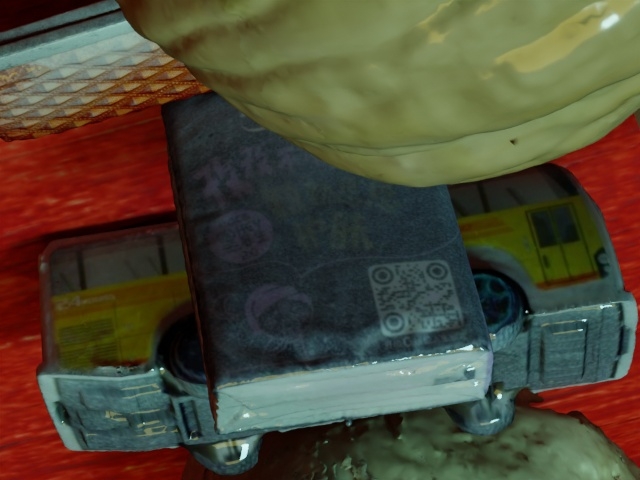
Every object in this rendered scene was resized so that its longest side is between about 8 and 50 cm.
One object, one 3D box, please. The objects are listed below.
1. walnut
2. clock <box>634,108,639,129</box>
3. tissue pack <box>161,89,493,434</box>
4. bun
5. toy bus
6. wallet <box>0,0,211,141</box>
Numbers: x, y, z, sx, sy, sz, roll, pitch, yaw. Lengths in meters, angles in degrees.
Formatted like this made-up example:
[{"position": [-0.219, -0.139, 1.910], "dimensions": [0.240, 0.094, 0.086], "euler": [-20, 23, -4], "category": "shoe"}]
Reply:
[{"position": [0.053, -0.136, 0.556], "dimensions": [0.261, 0.225, 0.225], "euler": [-28, 144, 18], "category": "walnut"}, {"position": [0.165, -0.035, 0.734], "dimensions": [0.083, 0.230, 0.230], "euler": [-18, 146, 10], "category": "clock"}, {"position": [0.000, 0.000, 0.803], "dimensions": [0.112, 0.156, 0.051], "euler": [-8, 143, -6], "category": "tissue pack"}, {"position": [0.053, 0.139, 1.016], "dimensions": [0.259, 0.152, 0.259], "euler": [14, 169, 3], "category": "bun"}, {"position": [0.005, 0.035, 0.903], "dimensions": [0.268, 0.106, 0.092], "euler": [-9, 147, -1], "category": "toy bus"}, {"position": [-0.046, -0.081, 0.771], "dimensions": [0.197, 0.020, 0.103], "euler": [-16, 166, 3], "category": "wallet"}]
